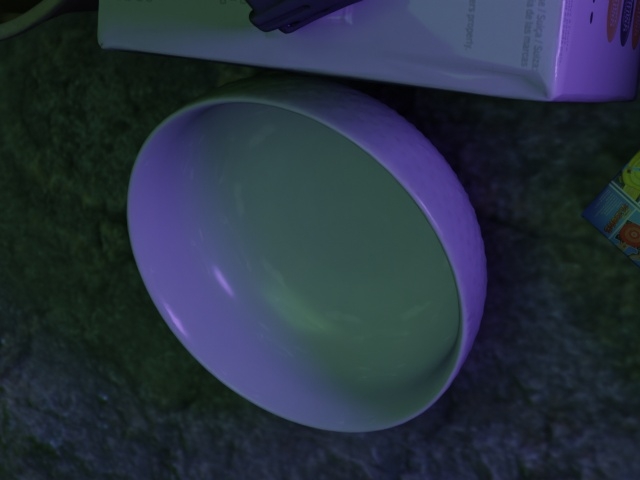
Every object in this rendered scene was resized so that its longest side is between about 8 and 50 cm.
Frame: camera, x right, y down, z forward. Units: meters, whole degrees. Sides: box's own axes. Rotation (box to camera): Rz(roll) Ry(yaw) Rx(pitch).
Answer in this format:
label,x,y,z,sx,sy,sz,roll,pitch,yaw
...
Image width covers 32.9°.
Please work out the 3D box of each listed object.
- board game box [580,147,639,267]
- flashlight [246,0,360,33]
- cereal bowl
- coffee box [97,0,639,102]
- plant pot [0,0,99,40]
label,x,y,z,sx,sy,sz,roll,pitch,yaw
board game box,0.331,-0.050,0.887,0.136,0.035,0.201,46,114,16
flashlight,0.075,-0.216,0.590,0.304,0.103,0.103,-19,90,25
cereal bowl,0.000,0.000,0.983,0.338,0.141,0.339,16,125,24
coffee box,0.070,-0.289,0.826,0.338,0.334,0.338,9,100,24
plant pot,-0.210,-0.337,0.989,0.333,0.305,0.334,3,97,28
